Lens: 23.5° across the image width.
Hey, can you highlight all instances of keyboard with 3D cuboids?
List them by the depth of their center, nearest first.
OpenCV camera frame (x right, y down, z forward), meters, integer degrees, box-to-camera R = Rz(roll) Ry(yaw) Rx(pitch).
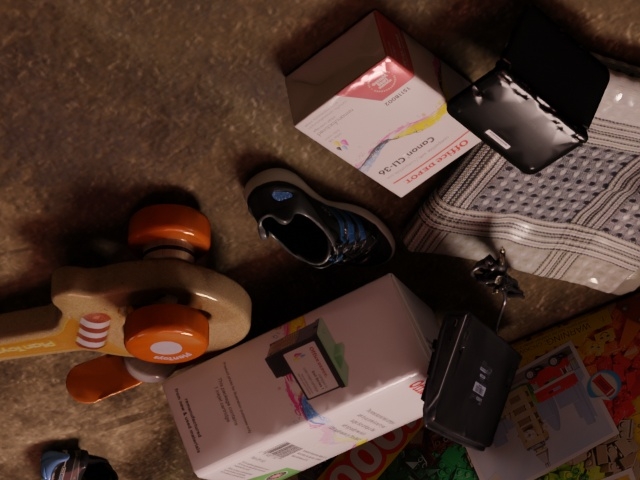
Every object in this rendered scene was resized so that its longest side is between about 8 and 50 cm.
[{"bbox_3d":[0.170,0.117,1.640,0.033,0.201,0.317,18,173,19],"label":"keyboard"}]

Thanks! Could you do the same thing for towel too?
[{"bbox_3d":[0.289,-0.053,1.591,0.324,0.056,0.312,12,136,-29],"label":"towel"}]

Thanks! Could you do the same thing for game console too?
[{"bbox_3d":[0.191,-0.136,1.410,0.122,0.071,0.107,34,129,-29],"label":"game console"}]

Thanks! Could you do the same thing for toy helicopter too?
[{"bbox_3d":[-0.241,0.092,1.608,0.355,0.140,0.235,-9,153,14],"label":"toy helicopter"}]

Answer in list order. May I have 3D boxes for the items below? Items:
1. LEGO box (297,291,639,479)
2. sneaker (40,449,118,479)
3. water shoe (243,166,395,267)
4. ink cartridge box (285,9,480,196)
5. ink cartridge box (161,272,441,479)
[{"bbox_3d":[0.249,0.330,1.809,0.500,0.372,0.193,-25,140,15],"label":"LEGO box"},{"bbox_3d":[-0.279,0.315,1.896,0.078,0.067,0.188,-12,140,11],"label":"sneaker"},{"bbox_3d":[0.000,0.000,1.560,0.203,0.080,0.073,26,129,-39],"label":"water shoe"},{"bbox_3d":[0.076,-0.116,1.443,0.115,0.067,0.198,-35,137,26],"label":"ink cartridge box"},{"bbox_3d":[0.001,0.159,1.672,0.278,0.117,0.201,-26,161,9],"label":"ink cartridge box"}]
